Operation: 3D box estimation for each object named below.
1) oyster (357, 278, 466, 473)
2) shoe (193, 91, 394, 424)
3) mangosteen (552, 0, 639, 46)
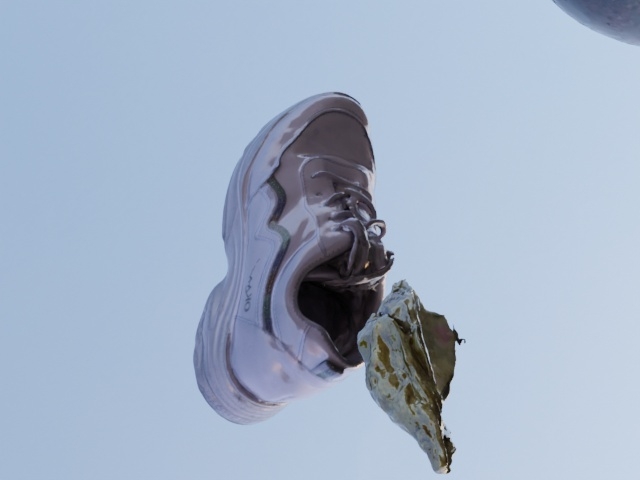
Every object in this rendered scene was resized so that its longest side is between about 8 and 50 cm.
[{"bbox_3d":[0.034,0.047,0.474,0.051,0.034,0.093,58,-165,-13],"label":"oyster"},{"bbox_3d":[0.000,0.000,0.837,0.095,0.137,0.245,30,-117,-30],"label":"shoe"},{"bbox_3d":[0.313,-0.341,1.118,0.359,0.306,0.306,60,-136,-48],"label":"mangosteen"}]
